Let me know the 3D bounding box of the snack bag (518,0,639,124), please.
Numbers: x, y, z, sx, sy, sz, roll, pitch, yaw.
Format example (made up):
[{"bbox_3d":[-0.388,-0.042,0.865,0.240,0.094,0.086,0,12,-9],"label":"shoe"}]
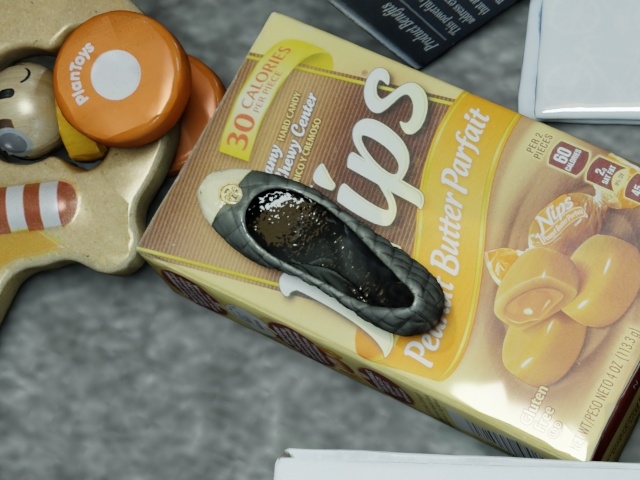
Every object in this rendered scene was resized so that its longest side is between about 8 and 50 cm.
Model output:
[{"bbox_3d":[0.302,-0.228,1.299,0.323,0.037,0.342,2,69,13],"label":"snack bag"}]

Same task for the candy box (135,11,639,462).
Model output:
[{"bbox_3d":[0.068,0.004,1.227,0.316,0.087,0.183,25,77,19],"label":"candy box"}]

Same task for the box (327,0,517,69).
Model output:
[{"bbox_3d":[0.115,-0.354,1.240,0.395,0.212,0.293,-34,65,14],"label":"box"}]

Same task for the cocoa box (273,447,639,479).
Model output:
[{"bbox_3d":[0.091,0.305,1.029,0.231,0.228,0.347,0,69,11],"label":"cocoa box"}]

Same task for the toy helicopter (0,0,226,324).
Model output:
[{"bbox_3d":[-0.227,-0.012,1.277,0.235,0.140,0.355,23,88,12],"label":"toy helicopter"}]

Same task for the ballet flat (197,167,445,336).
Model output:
[{"bbox_3d":[0.000,0.000,1.168,0.173,0.049,0.057,28,80,20],"label":"ballet flat"}]
